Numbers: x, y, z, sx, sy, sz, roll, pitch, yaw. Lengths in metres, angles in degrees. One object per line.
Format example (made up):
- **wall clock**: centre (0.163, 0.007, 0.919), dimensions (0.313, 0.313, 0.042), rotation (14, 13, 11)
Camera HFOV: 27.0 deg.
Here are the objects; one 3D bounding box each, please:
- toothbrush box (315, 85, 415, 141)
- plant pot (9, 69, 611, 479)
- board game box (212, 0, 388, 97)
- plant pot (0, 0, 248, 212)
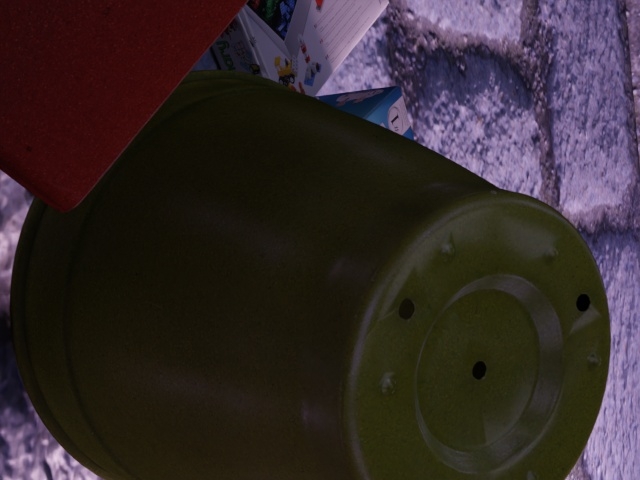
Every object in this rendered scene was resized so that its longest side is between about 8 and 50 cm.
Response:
- **toothbrush box**: centre (0.000, 0.000, 1.341), dimensions (0.295, 0.126, 0.216), rotation (-49, 128, -52)
- **plant pot**: centre (0.011, 0.064, 0.995), dimensions (0.366, 0.353, 0.366), rotation (-7, 103, -36)
- **board game box**: centre (-0.028, -0.268, 1.406), dimensions (0.305, 0.053, 0.193), rotation (-55, 131, -48)
- **plant pot**: centre (-0.192, -0.225, 0.772), dimensions (0.235, 0.267, 0.267), rotation (30, 17, -41)
